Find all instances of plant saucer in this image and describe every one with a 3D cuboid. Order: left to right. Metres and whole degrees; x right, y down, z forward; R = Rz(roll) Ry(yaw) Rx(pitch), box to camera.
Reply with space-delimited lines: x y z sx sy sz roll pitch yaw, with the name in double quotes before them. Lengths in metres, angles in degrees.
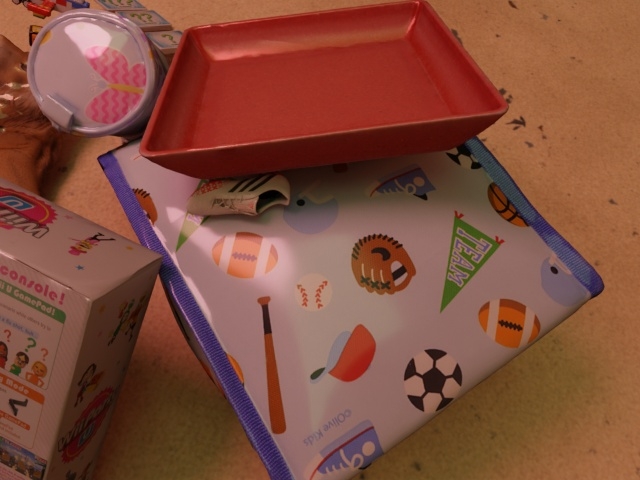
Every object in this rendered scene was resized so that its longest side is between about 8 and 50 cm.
"plant saucer" -0.005 -0.140 0.443 0.258 0.048 0.259 -7 42 0

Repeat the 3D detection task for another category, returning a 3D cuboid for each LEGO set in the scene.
"LEGO set" -0.325 -0.333 0.721 0.182 0.060 0.244 41 41 17

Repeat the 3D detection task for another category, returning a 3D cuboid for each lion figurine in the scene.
"lion figurine" -0.383 -0.045 0.578 0.240 0.142 0.393 -15 77 -21

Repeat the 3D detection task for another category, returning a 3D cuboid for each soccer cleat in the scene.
"soccer cleat" -0.064 -0.033 0.389 0.083 0.029 0.036 -13 45 -10

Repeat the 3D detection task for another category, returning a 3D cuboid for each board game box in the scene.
"board game box" -0.281 0.109 0.394 0.223 0.304 0.097 25 19 5

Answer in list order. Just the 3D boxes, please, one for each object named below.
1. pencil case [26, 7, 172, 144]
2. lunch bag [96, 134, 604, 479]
"pencil case" -0.218 -0.167 0.567 0.124 0.273 0.113 -37 99 0
"lunch bag" 0.000 0.000 0.514 0.327 0.239 0.386 -30 75 -17
